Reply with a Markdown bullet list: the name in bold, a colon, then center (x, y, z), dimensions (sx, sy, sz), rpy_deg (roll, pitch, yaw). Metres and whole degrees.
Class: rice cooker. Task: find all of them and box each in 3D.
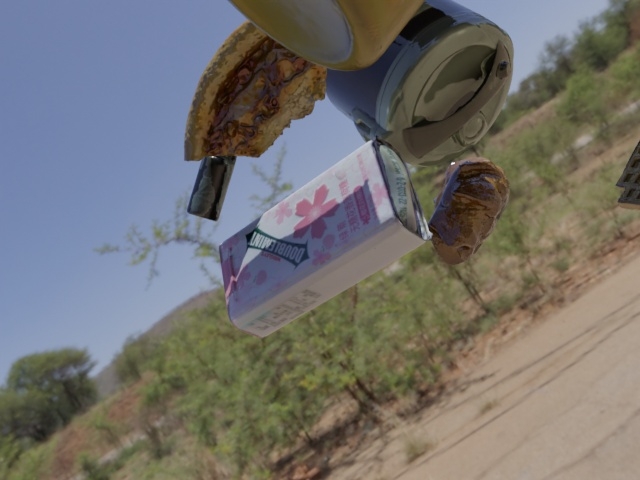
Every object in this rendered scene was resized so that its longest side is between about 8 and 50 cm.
- **rice cooker**: center (0.192, -0.330, 1.528), dimensions (0.335, 0.325, 0.335), rpy_deg (-23, -43, -23)

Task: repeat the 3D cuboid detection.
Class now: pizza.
- **pizza**: center (-0.099, -0.247, 1.229), dimensions (0.365, 0.182, 0.074), rpy_deg (-41, -12, 23)

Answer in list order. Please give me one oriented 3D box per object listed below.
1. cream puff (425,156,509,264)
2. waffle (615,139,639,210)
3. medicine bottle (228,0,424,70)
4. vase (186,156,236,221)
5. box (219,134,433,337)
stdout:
- **cream puff**: center (0.338, -0.080, 1.728), dimensions (0.269, 0.155, 0.241), rpy_deg (-65, 0, -63)
- **waffle**: center (0.471, -0.103, 1.083), dimensions (0.135, 0.021, 0.092), rpy_deg (-60, 27, -5)
- **medicine bottle**: center (0.071, -0.355, 0.654), dimensions (0.384, 0.224, 0.224), rpy_deg (-51, -1, -8)
- **vase**: center (-0.179, -0.141, 1.347), dimensions (0.060, 0.060, 0.211), rpy_deg (8, -82, -85)
- **box**: center (0.000, 0.000, 1.279), dimensions (0.370, 0.190, 0.112), rpy_deg (-31, -36, 26)
